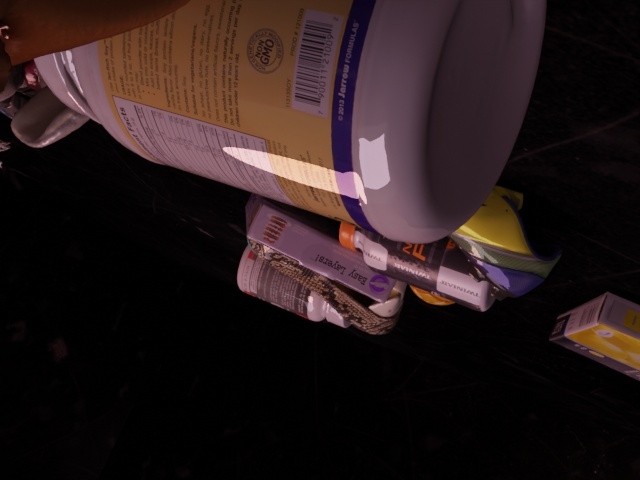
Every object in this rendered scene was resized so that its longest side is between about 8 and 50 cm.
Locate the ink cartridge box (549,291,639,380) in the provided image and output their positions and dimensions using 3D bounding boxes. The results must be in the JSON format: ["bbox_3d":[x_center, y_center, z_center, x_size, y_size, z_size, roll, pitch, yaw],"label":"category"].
[{"bbox_3d":[0.567,0.191,1.386,0.307,0.072,0.303,25,169,7],"label":"ink cartridge box"}]

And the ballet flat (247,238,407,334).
[{"bbox_3d":[0.064,0.064,1.697,0.182,0.164,0.483,-14,143,41],"label":"ballet flat"}]

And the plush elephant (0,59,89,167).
[{"bbox_3d":[-0.346,-0.238,0.959,0.272,0.255,0.330,-105,3,-53],"label":"plush elephant"}]

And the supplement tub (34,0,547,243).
[{"bbox_3d":[-0.028,-0.152,0.618,0.331,0.241,0.241,19,168,27],"label":"supplement tub"}]

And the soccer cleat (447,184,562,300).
[{"bbox_3d":[0.191,-0.047,1.073,0.289,0.121,0.093,43,-159,-13],"label":"soccer cleat"}]

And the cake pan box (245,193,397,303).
[{"bbox_3d":[0.000,0.000,1.420,0.267,0.070,0.246,27,-169,-9],"label":"cake pan box"}]

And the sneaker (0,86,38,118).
[{"bbox_3d":[-0.582,-0.294,1.444,0.140,0.125,0.341,28,167,25],"label":"sneaker"}]

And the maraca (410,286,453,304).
[{"bbox_3d":[0.205,0.041,1.399,0.127,0.099,0.185,21,142,9],"label":"maraca"}]

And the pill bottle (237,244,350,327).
[{"bbox_3d":[-0.041,0.097,1.986,0.283,0.161,0.161,21,168,20],"label":"pill bottle"}]

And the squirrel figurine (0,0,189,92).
[{"bbox_3d":[-0.271,-0.229,0.439,0.370,0.397,0.281,34,-177,21],"label":"squirrel figurine"}]

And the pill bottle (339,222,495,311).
[{"bbox_3d":[0.153,0.006,1.242,0.246,0.130,0.130,20,168,22],"label":"pill bottle"}]
